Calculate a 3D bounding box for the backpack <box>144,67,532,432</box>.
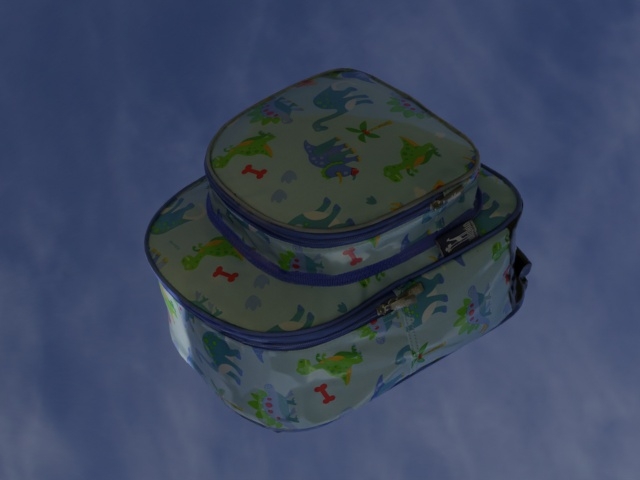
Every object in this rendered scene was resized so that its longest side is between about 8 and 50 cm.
[{"bbox_3d":[0.000,0.000,0.568,0.114,0.105,0.084,-33,-44,-20],"label":"backpack"}]
